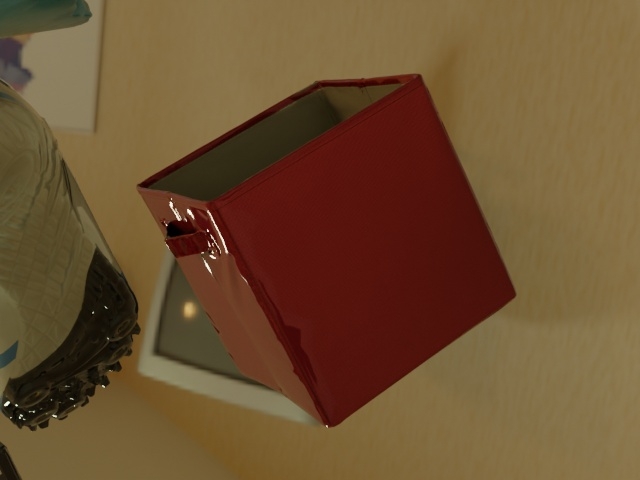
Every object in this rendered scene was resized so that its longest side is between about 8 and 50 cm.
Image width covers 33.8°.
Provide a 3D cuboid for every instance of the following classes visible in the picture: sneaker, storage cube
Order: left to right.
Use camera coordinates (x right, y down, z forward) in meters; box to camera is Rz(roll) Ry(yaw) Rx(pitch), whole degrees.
[{"bbox_3d":[-0.145,0.007,0.485,0.085,0.237,0.086,-35,-122,-22],"label":"sneaker"},{"bbox_3d":[0.000,0.000,0.825,0.215,0.193,0.184,-34,-161,-19],"label":"storage cube"}]

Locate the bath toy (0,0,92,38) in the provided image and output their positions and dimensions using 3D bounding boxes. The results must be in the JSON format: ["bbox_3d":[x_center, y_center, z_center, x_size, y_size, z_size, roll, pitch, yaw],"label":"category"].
[{"bbox_3d":[-0.228,-0.303,0.661,0.151,0.348,0.129,1,-163,39],"label":"bath toy"}]

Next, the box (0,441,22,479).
[{"bbox_3d":[-0.395,0.419,1.048,0.318,0.395,0.097,-37,-140,-30],"label":"box"}]
